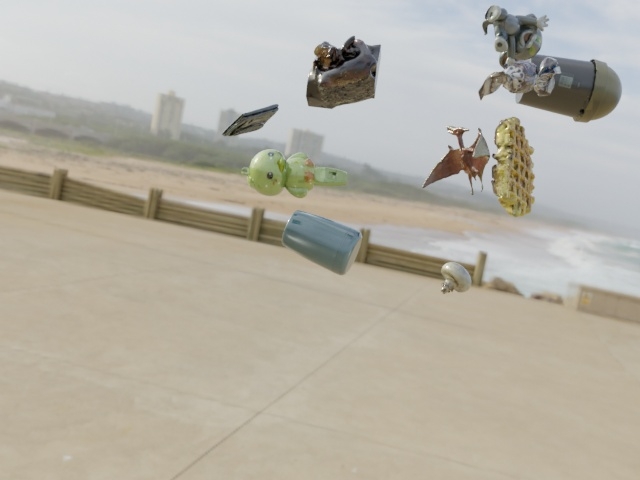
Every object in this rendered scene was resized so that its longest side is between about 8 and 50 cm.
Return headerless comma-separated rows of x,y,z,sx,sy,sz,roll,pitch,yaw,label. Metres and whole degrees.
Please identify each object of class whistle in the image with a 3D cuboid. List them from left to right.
-0.074,-0.192,1.971,0.294,0.141,0.141,-2,4,5,whistle

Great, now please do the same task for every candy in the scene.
0.374,-0.294,1.298,0.226,0.094,0.051,-12,50,-42,candy

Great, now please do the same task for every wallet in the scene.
-0.153,-0.263,1.562,0.088,0.026,0.129,-34,-3,39,wallet

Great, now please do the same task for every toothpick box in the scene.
0.000,0.000,1.735,0.184,0.120,0.120,24,7,10,toothpick box

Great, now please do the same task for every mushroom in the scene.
0.324,0.099,1.726,0.085,0.079,0.085,50,-7,9,mushroom

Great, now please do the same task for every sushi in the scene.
0.077,-0.574,2.370,0.227,0.215,0.212,8,-10,7,sushi

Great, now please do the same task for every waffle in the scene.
0.559,-0.214,2.043,0.065,0.283,0.309,-9,24,34,waffle

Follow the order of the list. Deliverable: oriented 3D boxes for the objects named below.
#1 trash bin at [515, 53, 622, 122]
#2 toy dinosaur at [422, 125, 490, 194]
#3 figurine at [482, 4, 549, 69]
0.850,-0.517,2.388,0.334,0.214,0.214,10,5,4,trash bin
0.393,-0.221,1.981,0.113,0.206,0.327,-18,23,-13,toy dinosaur
0.561,-0.601,2.080,0.265,0.193,0.140,14,16,-31,figurine
